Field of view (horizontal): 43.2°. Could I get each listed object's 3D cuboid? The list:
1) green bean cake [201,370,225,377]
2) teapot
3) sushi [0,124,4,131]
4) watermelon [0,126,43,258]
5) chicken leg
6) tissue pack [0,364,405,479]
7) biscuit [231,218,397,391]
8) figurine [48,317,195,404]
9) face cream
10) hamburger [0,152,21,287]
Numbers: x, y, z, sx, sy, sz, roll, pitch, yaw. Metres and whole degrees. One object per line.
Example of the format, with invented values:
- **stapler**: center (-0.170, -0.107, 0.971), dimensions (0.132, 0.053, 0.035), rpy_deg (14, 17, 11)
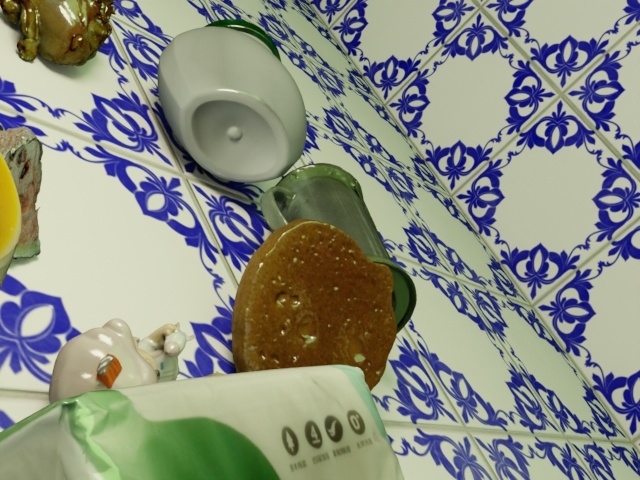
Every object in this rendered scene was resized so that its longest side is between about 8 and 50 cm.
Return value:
- **green bean cake**: center (-0.079, 0.234, 0.948), dimensions (0.179, 0.085, 0.109), rpy_deg (28, 26, -37)
- **teapot**: center (0.000, 0.000, 1.384), dimensions (0.270, 0.200, 0.337), rpy_deg (33, 22, -34)
- **sushi**: center (-0.428, -0.138, 0.862), dimensions (0.139, 0.131, 0.291), rpy_deg (62, -5, 22)
- **watermelon**: center (-0.359, -0.062, 0.897), dimensions (0.071, 0.139, 0.187), rpy_deg (18, -19, 13)
- **chicken leg**: center (-0.465, -0.445, 1.396), dimensions (0.211, 0.140, 0.361), rpy_deg (5, 48, -48)
- **tissue pack**: center (-0.122, 0.224, 0.604), dimensions (0.356, 0.266, 0.194), rpy_deg (8, 55, -59)
- **biscuit**: center (-0.006, 0.114, 1.146), dimensions (0.257, 0.049, 0.273), rpy_deg (29, 71, -26)
- **figurine**: center (-0.207, 0.143, 0.835), dimensions (0.111, 0.137, 0.229), rpy_deg (17, 11, 15)
- **face cream**: center (-0.164, -0.269, 1.533), dimensions (0.312, 0.219, 0.357), rpy_deg (36, 22, -25)
- **hamburger**: center (-0.395, -0.014, 0.667), dimensions (0.276, 0.179, 0.294), rpy_deg (12, 45, -42)
